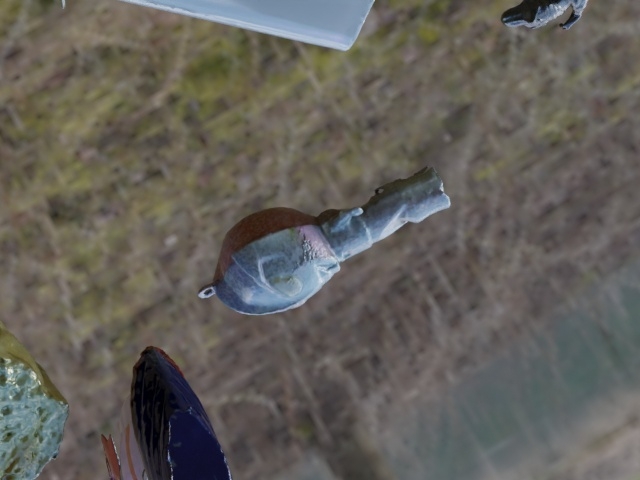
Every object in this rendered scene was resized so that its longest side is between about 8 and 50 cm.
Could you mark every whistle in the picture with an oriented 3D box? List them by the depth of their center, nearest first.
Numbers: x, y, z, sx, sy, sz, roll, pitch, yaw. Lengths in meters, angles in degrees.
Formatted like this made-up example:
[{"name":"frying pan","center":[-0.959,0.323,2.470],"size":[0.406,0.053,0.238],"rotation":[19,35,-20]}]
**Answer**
[{"name":"whistle","center":[-0.001,-0.001,2.302],"size":[0.346,0.133,0.142],"rotation":[-26,133,-3]}]

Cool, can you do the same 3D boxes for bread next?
[{"name":"bread","center":[-0.339,0.115,1.629],"size":[0.130,0.268,0.152],"rotation":[-4,116,-32]}]

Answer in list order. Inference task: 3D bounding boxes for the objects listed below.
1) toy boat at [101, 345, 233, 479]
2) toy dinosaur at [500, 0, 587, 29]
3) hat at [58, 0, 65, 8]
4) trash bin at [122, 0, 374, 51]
[{"name":"toy boat","center":[-0.154,0.196,1.691],"size":[0.072,0.219,0.318],"rotation":[-13,-160,-20]},{"name":"toy dinosaur","center":[0.288,-0.301,1.990],"size":[0.187,0.087,0.179],"rotation":[-53,171,2]},{"name":"hat","center":[-0.244,-0.311,1.729],"size":[0.122,0.081,0.166],"rotation":[-56,163,-30]},{"name":"trash bin","center":[-0.108,-0.327,1.453],"size":[0.368,0.256,0.296],"rotation":[16,116,-22]}]
